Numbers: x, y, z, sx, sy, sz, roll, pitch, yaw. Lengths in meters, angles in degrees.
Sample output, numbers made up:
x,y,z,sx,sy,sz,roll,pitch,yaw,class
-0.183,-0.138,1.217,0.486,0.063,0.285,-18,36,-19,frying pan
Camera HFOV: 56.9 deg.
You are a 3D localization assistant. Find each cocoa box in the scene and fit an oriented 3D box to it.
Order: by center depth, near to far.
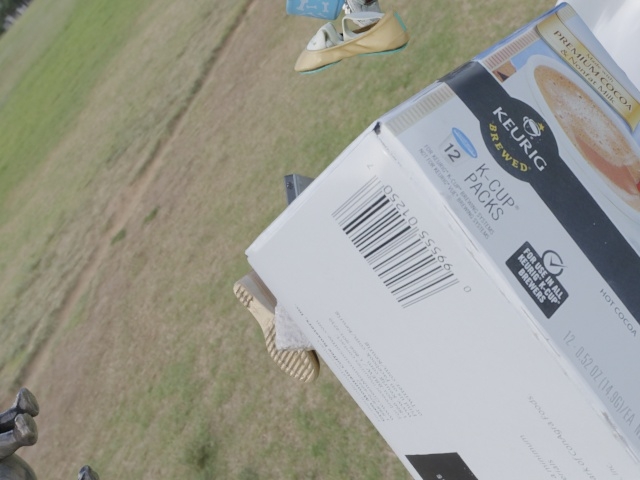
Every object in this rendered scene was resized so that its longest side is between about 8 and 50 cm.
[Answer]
x,y,z,sx,sy,sz,roll,pitch,yaw,class
0.159,0.054,0.448,0.228,0.347,0.231,-37,-2,-32,cocoa box

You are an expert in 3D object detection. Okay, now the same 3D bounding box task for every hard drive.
x,y,z,sx,sy,sz,roll,pitch,yaw,class
-0.020,-0.023,0.843,0.022,0.094,0.135,-8,89,17,hard drive

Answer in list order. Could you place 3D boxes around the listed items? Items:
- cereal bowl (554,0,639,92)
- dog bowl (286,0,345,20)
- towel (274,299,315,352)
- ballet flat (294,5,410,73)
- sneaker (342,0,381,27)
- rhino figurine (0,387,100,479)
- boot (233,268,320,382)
x,y,z,sx,sy,sz,roll,pitch,yaw,class
0.438,-0.250,0.758,0.339,0.141,0.339,-170,90,-73,cereal bowl
0.032,-0.452,0.888,0.166,0.074,0.297,114,177,-60,dog bowl
0.058,0.100,1.039,0.282,0.049,0.187,-3,67,0,towel
0.041,-0.341,0.995,0.232,0.073,0.080,-2,41,36,ballet flat
0.088,-0.590,1.339,0.088,0.225,0.092,-35,20,-32,sneaker
-0.277,0.173,0.475,0.106,0.243,0.073,-36,9,-13,rhino figurine
-0.035,0.140,1.163,0.207,0.248,0.090,-19,-23,-52,boot
